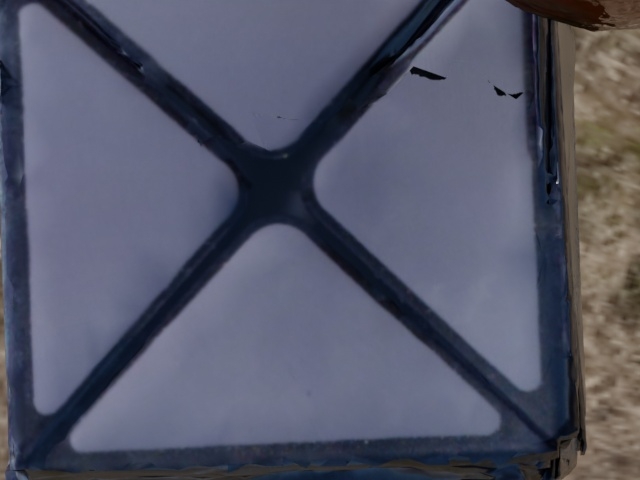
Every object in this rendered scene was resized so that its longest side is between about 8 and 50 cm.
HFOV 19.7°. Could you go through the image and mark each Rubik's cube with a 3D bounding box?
[{"bbox_3d":[0.000,0.000,1.061,0.310,0.307,0.305,-5,81,8],"label":"Rubik's cube"}]

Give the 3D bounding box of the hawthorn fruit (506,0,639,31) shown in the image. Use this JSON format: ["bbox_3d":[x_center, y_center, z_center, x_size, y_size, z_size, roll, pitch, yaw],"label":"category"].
[{"bbox_3d":[0.123,-0.205,0.684,0.275,0.275,0.299,-18,100,34],"label":"hawthorn fruit"}]
